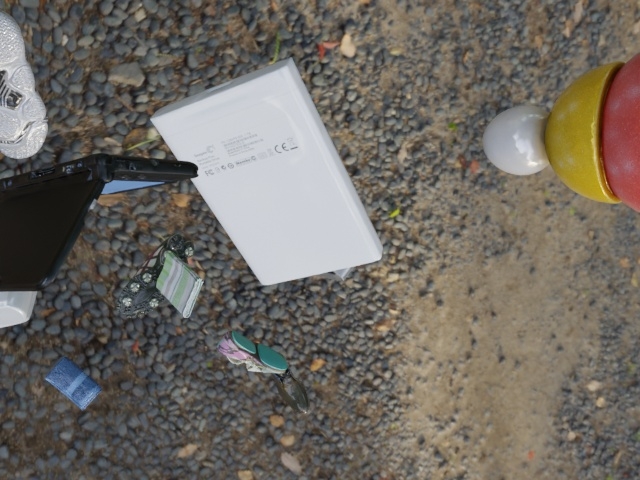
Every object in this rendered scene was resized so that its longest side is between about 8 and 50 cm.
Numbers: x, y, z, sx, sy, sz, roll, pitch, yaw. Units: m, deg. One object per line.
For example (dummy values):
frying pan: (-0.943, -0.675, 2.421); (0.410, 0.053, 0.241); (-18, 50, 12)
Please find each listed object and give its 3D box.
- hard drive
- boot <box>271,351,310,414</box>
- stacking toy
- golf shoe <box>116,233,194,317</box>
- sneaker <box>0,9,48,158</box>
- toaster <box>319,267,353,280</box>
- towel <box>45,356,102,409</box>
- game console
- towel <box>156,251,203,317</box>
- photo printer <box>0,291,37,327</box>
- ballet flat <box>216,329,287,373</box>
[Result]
hard drive: (-0.072, -0.084, 0.867); (0.353, 0.233, 0.047); (61, 27, -32)
boot: (-0.112, 0.437, 1.696); (0.082, 0.219, 0.106); (-35, 154, -3)
stacking toy: (0.466, -0.165, 0.807); (0.351, 0.480, 0.350); (-8, 102, -42)
golf shoe: (-0.464, 0.101, 1.532); (0.105, 0.120, 0.272); (49, 66, -25)
sneaker: (-0.763, -0.395, 1.332); (0.138, 0.210, 0.365); (-13, 133, -25)
toaster: (0.000, 0.000, 1.239); (0.186, 0.168, 0.110); (44, 74, -28)
towel: (-0.568, 0.328, 1.263); (0.119, 0.029, 0.067); (41, 86, 1)
game console: (-0.150, -0.010, 0.336); (0.107, 0.122, 0.071); (-5, 91, -54)
towel: (-0.359, 0.109, 1.372); (0.023, 0.152, 0.113); (7, 111, -51)
photo printer: (-0.795, 0.066, 1.306); (0.256, 0.307, 0.107); (-12, 142, 3)
ballet flat: (-0.185, 0.305, 1.445); (0.079, 0.076, 0.221); (-38, 131, 18)
